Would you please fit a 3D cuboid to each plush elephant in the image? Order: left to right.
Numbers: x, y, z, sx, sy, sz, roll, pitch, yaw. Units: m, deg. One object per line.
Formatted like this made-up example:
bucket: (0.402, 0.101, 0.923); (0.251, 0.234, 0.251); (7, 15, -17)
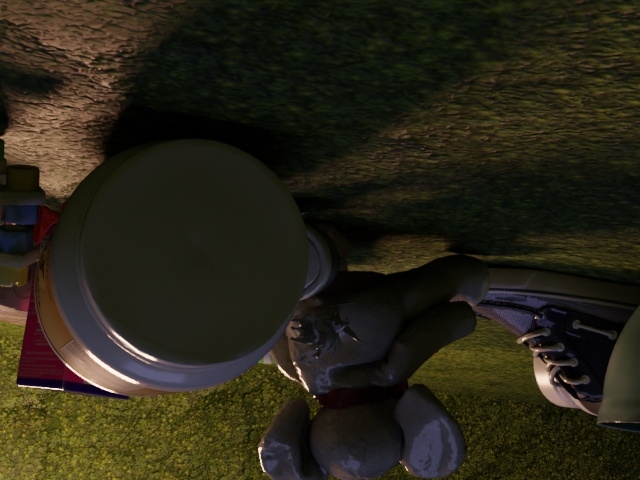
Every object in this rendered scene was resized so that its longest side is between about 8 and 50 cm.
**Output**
plush elephant: (0.054, 0.170, 1.367); (0.272, 0.255, 0.330); (-1, -167, 21)

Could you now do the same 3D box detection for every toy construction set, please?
toy construction set: (-0.416, -0.046, 1.027); (0.328, 0.151, 0.215); (17, -169, -17)

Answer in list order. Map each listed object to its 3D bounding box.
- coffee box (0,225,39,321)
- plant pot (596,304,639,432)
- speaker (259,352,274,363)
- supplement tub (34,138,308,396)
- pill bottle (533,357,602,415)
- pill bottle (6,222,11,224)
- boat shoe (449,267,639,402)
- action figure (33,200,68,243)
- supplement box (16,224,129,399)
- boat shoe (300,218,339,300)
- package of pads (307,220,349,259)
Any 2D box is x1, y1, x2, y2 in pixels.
coffee box: (-0.449, 0.047, 1.597); (0.168, 0.119, 0.297); (3, 169, 21)
plant pot: (0.486, 0.136, 1.349); (0.293, 0.196, 0.293); (6, 169, 1)
speaker: (-0.178, 0.095, 1.631); (0.296, 0.131, 0.131); (10, 170, 8)
supplement tub: (-0.148, 0.032, 1.076); (0.228, 0.228, 0.316); (9, 168, -17)
pill bottle: (0.471, 0.188, 1.713); (0.161, 0.161, 0.283); (13, 167, -30)
pill bottle: (-0.424, -0.030, 1.274); (0.160, 0.087, 0.087); (15, 166, -42)
boat shoe: (0.319, 0.131, 1.512); (0.340, 0.158, 0.127); (7, 169, -6)
action figure: (-0.234, 0.045, 1.453); (0.091, 0.139, 0.280); (-3, 168, 45)
supplement box: (-0.315, 0.094, 1.508); (0.114, 0.220, 0.111); (-2, 165, 42)
boat shoe: (-0.075, 0.017, 1.318); (0.099, 0.116, 0.319); (-4, 180, -41)
package of pads: (0.000, 0.000, 1.343); (0.050, 0.032, 0.083); (7, 169, 18)
